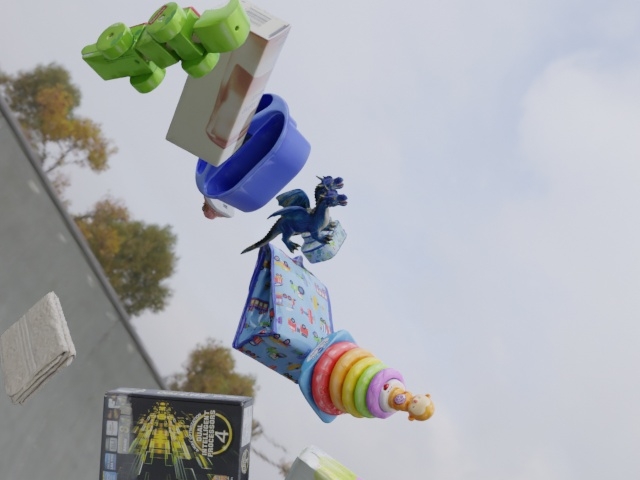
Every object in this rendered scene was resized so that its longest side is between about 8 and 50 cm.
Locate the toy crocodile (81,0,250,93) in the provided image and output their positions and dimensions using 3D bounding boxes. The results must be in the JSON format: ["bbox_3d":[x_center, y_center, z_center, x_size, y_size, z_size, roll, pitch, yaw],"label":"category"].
[{"bbox_3d":[-0.268,-0.332,1.262,0.340,0.105,0.115,-4,-34,36],"label":"toy crocodile"}]

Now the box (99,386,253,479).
[{"bbox_3d":[-0.315,0.528,1.632,0.097,0.318,0.395,17,76,-77],"label":"box"}]

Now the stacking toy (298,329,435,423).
[{"bbox_3d":[0.113,0.311,1.559,0.301,0.175,0.166,11,-41,48],"label":"stacking toy"}]

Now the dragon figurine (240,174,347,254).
[{"bbox_3d":[-0.058,-0.055,1.620,0.289,0.085,0.144,-10,-53,24],"label":"dragon figurine"}]

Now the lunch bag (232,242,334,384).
[{"bbox_3d":[-0.067,0.153,1.778,0.138,0.293,0.221,-23,-45,34],"label":"lunch bag"}]

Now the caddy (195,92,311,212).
[{"bbox_3d":[-0.195,-0.242,2.055,0.179,0.341,0.241,33,19,-44],"label":"caddy"}]

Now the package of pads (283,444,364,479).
[{"bbox_3d":[0.031,0.688,1.908,0.296,0.229,0.101,31,18,15],"label":"package of pads"}]

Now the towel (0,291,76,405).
[{"bbox_3d":[-0.683,0.257,1.812,0.049,0.187,0.282,48,0,-39],"label":"towel"}]

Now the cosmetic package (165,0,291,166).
[{"bbox_3d":[-0.186,-0.318,1.520,0.129,0.153,0.296,29,-57,1],"label":"cosmetic package"}]

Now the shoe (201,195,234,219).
[{"bbox_3d":[-0.342,-0.109,2.364,0.178,0.081,0.064,43,41,-64],"label":"shoe"}]

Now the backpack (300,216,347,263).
[{"bbox_3d":[0.000,0.000,1.925,0.105,0.114,0.084,-20,-62,32],"label":"backpack"}]
